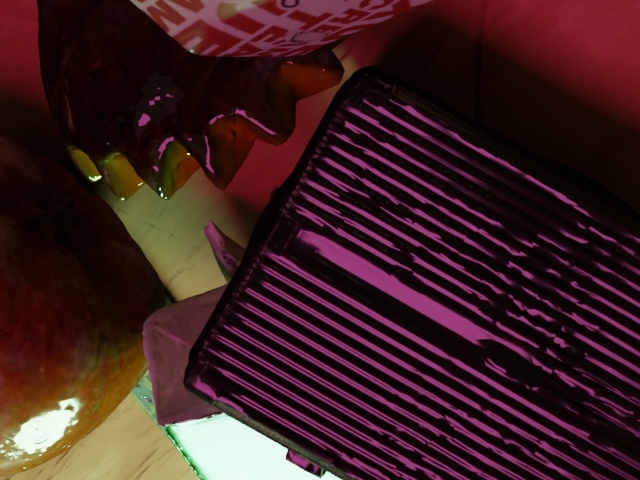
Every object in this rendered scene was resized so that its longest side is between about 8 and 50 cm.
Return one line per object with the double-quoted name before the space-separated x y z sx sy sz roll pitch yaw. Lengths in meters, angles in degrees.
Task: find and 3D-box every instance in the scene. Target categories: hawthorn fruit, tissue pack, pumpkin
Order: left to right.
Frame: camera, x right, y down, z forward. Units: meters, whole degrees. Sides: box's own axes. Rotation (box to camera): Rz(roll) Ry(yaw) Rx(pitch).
"hawthorn fruit" -0.228 0.060 1.336 0.235 0.231 0.263 36 131 43
"pumpkin" -0.114 -0.116 1.148 0.254 0.130 0.149 -9 131 42
"tissue pack" -0.023 0.096 1.335 0.148 0.156 0.209 -18 143 7

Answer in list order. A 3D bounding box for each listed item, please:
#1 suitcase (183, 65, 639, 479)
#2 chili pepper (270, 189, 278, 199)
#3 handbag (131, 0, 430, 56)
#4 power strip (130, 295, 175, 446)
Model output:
"suitcase" 0.111 0.067 1.125 0.335 0.229 0.152 30 -177 -2
"chili pepper" -0.001 0.000 1.301 0.091 0.034 0.030 37 122 -12
"handbag" -0.044 -0.210 0.971 0.171 0.151 0.298 -24 124 41
"power strip" -0.116 0.109 1.509 0.092 0.034 0.268 -6 133 38
